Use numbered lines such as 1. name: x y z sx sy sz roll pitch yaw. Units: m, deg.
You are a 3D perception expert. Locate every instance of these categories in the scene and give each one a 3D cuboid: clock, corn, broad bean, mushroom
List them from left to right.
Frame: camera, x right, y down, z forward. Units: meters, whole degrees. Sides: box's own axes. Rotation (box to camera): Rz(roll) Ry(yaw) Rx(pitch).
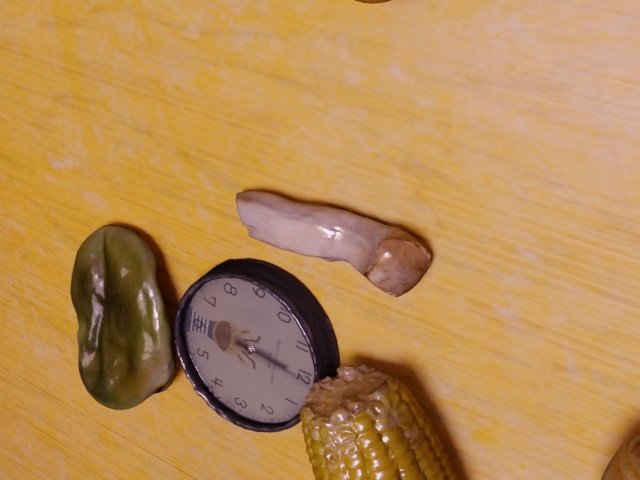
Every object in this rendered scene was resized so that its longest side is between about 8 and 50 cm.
1. broad bean: -0.217 0.090 0.805 0.153 0.072 0.206 15 115 27
2. clock: -0.070 0.109 0.744 0.185 0.040 0.184 12 114 28
3. mushroom: 0.000 -0.003 0.653 0.202 0.054 0.059 20 119 29
4. corn: 0.083 0.277 0.662 0.131 0.131 0.344 -13 101 34

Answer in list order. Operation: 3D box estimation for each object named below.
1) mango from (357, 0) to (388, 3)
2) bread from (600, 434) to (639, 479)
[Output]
1. mango: 0.028 -0.297 0.488 0.157 0.109 0.262 -12 107 24
2. bread: 0.268 0.263 0.546 0.152 0.130 0.267 19 118 34
